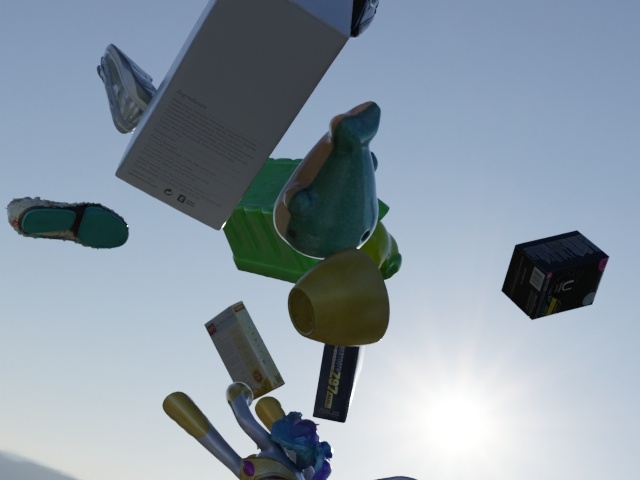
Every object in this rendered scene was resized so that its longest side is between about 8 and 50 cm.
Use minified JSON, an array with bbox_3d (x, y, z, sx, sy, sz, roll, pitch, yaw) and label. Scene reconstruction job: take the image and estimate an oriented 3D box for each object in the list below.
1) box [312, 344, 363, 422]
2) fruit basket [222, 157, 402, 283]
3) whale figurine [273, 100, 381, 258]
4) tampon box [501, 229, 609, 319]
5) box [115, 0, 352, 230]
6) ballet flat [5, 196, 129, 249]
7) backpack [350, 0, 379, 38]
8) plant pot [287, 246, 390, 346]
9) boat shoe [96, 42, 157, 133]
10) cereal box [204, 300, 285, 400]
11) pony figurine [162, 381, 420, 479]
[{"bbox_3d":[0.043,0.164,1.621,0.059,0.183,0.232,10,16,5],"label":"box"},{"bbox_3d":[0.000,0.000,2.129,0.392,0.283,0.392,39,-20,17],"label":"fruit basket"},{"bbox_3d":[0.036,-0.083,1.552,0.141,0.216,0.272,41,-48,19],"label":"whale figurine"},{"bbox_3d":[0.457,0.067,1.937,0.161,0.120,0.101,-12,39,-27],"label":"tampon box"},{"bbox_3d":[-0.116,-0.224,1.376,0.168,0.215,0.345,29,-60,-14],"label":"box"},{"bbox_3d":[-0.448,-0.040,1.762,0.077,0.091,0.241,30,10,39],"label":"ballet flat"},{"bbox_3d":[0.058,-0.423,1.763,0.084,0.105,0.114,26,27,8],"label":"backpack"},{"bbox_3d":[0.014,0.083,1.313,0.095,0.134,0.134,-12,-1,-32],"label":"plant pot"},{"bbox_3d":[-0.413,-0.320,2.083,0.118,0.103,0.320,41,7,-37],"label":"boat shoe"},{"bbox_3d":[-0.197,0.288,2.548,0.047,0.240,0.173,-23,-7,-36],"label":"cereal box"},{"bbox_3d":[-0.024,0.354,1.306,0.351,0.303,0.363,47,-3,-36],"label":"pony figurine"}]
